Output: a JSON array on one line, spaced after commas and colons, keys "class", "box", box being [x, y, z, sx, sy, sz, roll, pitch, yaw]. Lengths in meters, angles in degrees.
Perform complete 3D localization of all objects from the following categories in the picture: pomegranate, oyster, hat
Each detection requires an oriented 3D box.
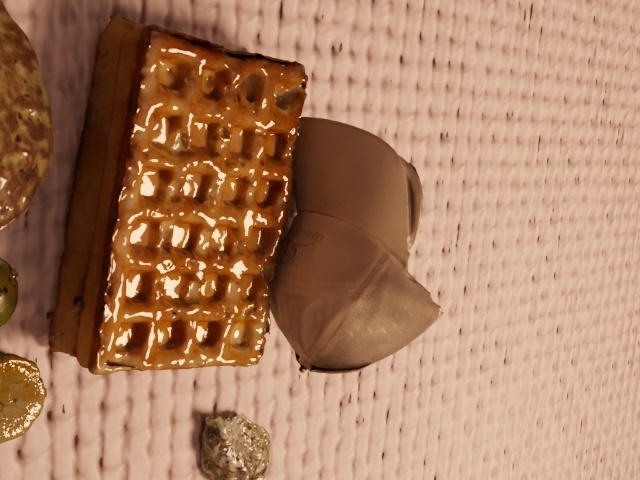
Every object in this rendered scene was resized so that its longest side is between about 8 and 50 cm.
[{"class": "pomegranate", "box": [-0.285, 0.047, 0.810, 0.073, 0.084, 0.073, 46, 24, -27]}, {"class": "oyster", "box": [-0.084, 0.226, 1.087, 0.100, 0.037, 0.098, -7, 106, -46]}, {"class": "hat", "box": [0.000, 0.000, 1.002, 0.164, 0.219, 0.226, -38, 117, -26]}]

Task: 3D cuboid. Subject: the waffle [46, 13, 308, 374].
[{"class": "waffle", "box": [-0.126, -0.037, 0.935, 0.212, 0.091, 0.308, 4, 99, -48]}]

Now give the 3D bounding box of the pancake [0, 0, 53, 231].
[{"class": "pancake", "box": [-0.292, -0.104, 0.747, 0.211, 0.029, 0.235, 1, 85, -49]}]

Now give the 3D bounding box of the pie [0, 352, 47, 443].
[{"class": "pie", "box": [-0.275, 0.137, 0.873, 0.084, 0.020, 0.085, -18, 115, -43]}]
